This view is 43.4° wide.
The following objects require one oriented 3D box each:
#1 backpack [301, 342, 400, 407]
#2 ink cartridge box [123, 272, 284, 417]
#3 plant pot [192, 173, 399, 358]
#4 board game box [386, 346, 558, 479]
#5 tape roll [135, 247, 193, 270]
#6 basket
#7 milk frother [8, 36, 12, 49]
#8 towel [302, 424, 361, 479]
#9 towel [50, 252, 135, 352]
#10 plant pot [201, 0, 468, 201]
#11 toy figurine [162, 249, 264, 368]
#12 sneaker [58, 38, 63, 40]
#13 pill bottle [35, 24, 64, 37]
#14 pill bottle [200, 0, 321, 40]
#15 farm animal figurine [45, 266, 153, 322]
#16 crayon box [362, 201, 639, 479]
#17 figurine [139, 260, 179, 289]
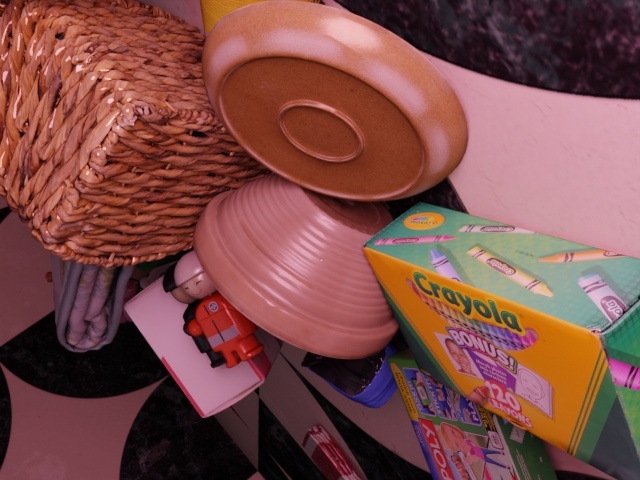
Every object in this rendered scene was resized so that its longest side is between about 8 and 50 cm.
[{"bbox_3d":[0.058,0.160,1.055,0.101,0.098,0.120,32,177,-39],"label":"backpack"},{"bbox_3d":[-0.163,0.121,1.260,0.207,0.117,0.283,55,-170,-4],"label":"ink cartridge box"},{"bbox_3d":[0.000,0.000,0.823,0.237,0.237,0.109,44,117,23],"label":"plant pot"},{"bbox_3d":[0.192,0.274,0.907,0.317,0.046,0.213,68,158,-2],"label":"board game box"},{"bbox_3d":[-0.303,-0.113,1.305,0.321,0.077,0.321,45,146,43],"label":"tape roll"},{"bbox_3d":[-0.212,-0.116,0.850,0.223,0.213,0.299,46,-158,18],"label":"basket"},{"bbox_3d":[-0.444,-0.308,1.353,0.129,0.134,0.143,5,152,18],"label":"milk frother"},{"bbox_3d":[0.077,0.548,1.736,0.329,0.037,0.237,50,162,14],"label":"towel"},{"bbox_3d":[-0.325,-0.047,1.129,0.374,0.090,0.320,130,135,-56],"label":"towel"},{"bbox_3d":[0.004,-0.100,0.673,0.236,0.032,0.236,19,153,10],"label":"plant pot"},{"bbox_3d":[-0.085,0.054,1.022,0.148,0.210,0.213,61,164,0],"label":"toy figurine"},{"bbox_3d":[-0.332,-0.293,1.192,0.237,0.085,0.086,29,142,42],"label":"sneaker"},{"bbox_3d":[-0.309,-0.351,0.915,0.169,0.169,0.301,54,161,-1],"label":"pill bottle"},{"bbox_3d":[-0.048,-0.220,0.645,0.103,0.103,0.184,46,159,20],"label":"pill bottle"},{"bbox_3d":[-0.364,0.005,1.568,0.330,0.172,0.326,-2,-95,-67],"label":"farm animal figurine"},{"bbox_3d":[0.170,0.076,0.680,0.278,0.081,0.165,21,143,56],"label":"crayon box"},{"bbox_3d":[-0.221,0.128,1.540,0.215,0.092,0.209,18,157,11],"label":"figurine"}]
